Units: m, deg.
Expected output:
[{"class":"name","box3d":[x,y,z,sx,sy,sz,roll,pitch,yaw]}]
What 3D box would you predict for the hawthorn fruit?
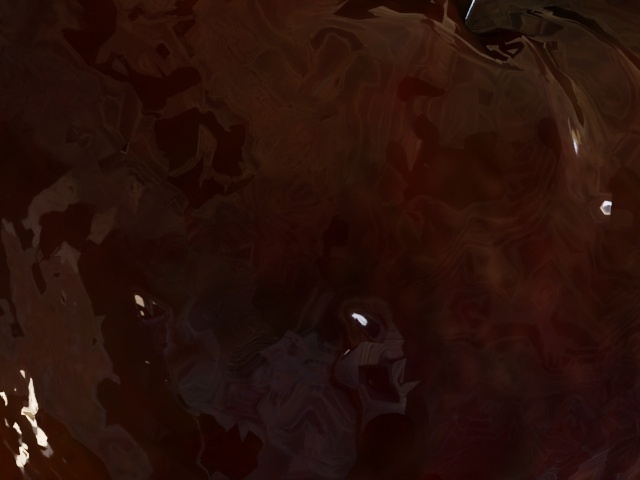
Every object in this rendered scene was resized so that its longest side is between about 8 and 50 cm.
[{"class":"hawthorn fruit","box3d":[0.000,0.000,0.563,0.275,0.299,0.275,1,55,-1]}]
